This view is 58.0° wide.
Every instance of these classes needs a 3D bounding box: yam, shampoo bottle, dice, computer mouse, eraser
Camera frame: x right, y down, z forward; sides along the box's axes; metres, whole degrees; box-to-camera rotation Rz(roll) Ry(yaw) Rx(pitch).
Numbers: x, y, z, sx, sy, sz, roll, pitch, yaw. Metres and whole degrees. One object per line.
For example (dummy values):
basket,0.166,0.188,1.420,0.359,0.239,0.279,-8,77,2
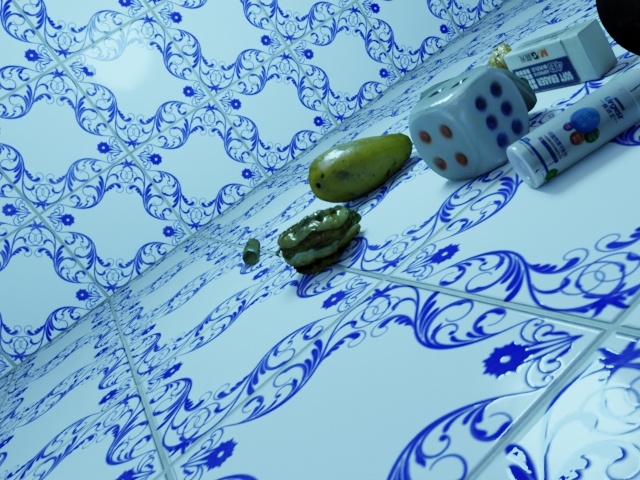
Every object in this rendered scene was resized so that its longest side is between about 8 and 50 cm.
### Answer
yam,-0.212,0.033,1.777,0.054,0.054,0.132,-32,15,8
shampoo bottle,0.482,-0.210,1.014,0.303,0.092,0.092,-32,16,5
dice,0.326,-0.257,1.282,0.194,0.193,0.192,-39,15,-22
computer mouse,0.380,-0.335,1.447,0.331,0.197,0.094,-3,68,66
eraser,0.590,-0.452,1.445,0.081,0.124,0.279,-38,16,-11

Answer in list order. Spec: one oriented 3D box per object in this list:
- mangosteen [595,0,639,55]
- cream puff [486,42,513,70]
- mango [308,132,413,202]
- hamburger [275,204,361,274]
mangosteen,0.694,-0.487,1.087,0.314,0.296,0.297,1,1,-25
cream puff,0.566,-0.532,1.768,0.104,0.119,0.133,-51,-14,7
mango,0.123,-0.211,1.647,0.330,0.175,0.176,-18,37,-6
hamburger,0.000,0.000,1.361,0.183,0.129,0.206,-24,0,30
